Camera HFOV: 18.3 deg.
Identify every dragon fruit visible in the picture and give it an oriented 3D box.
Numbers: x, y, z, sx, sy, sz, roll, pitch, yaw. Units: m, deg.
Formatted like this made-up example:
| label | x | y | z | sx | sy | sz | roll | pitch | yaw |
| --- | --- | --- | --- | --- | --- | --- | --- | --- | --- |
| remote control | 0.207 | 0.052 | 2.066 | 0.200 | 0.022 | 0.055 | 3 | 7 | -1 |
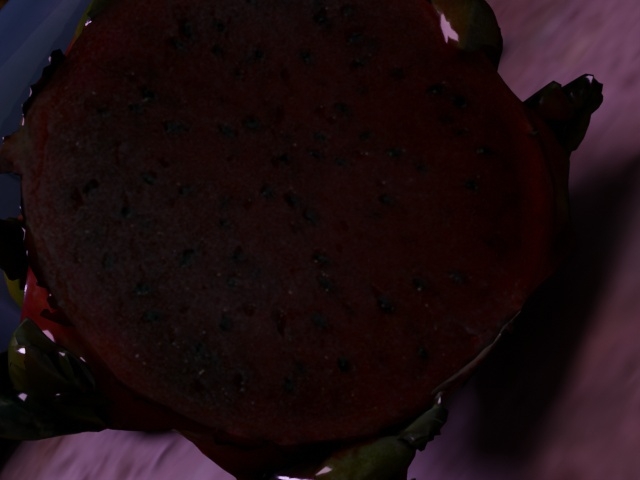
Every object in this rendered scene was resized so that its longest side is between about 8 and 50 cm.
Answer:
| label | x | y | z | sx | sy | sz | roll | pitch | yaw |
| --- | --- | --- | --- | --- | --- | --- | --- | --- | --- |
| dragon fruit | 0.000 | 0.000 | 0.459 | 0.142 | 0.138 | 0.175 | -12 | -10 | 5 |

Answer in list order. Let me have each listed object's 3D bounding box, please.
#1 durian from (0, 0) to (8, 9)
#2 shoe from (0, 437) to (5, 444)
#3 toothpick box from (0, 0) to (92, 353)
| label | x | y | z | sx | sy | sz | roll | pitch | yaw |
| --- | --- | --- | --- | --- | --- | --- | --- | --- | --- |
| durian | -0.182 | -0.046 | 0.970 | 0.168 | 0.137 | 0.158 | -94 | 23 | -45 |
| shoe | -0.124 | 0.016 | 0.765 | 0.227 | 0.099 | 0.112 | -57 | 25 | -1 |
| toothpick box | -0.058 | -0.041 | 0.655 | 0.184 | 0.120 | 0.120 | -56 | 18 | -21 |
